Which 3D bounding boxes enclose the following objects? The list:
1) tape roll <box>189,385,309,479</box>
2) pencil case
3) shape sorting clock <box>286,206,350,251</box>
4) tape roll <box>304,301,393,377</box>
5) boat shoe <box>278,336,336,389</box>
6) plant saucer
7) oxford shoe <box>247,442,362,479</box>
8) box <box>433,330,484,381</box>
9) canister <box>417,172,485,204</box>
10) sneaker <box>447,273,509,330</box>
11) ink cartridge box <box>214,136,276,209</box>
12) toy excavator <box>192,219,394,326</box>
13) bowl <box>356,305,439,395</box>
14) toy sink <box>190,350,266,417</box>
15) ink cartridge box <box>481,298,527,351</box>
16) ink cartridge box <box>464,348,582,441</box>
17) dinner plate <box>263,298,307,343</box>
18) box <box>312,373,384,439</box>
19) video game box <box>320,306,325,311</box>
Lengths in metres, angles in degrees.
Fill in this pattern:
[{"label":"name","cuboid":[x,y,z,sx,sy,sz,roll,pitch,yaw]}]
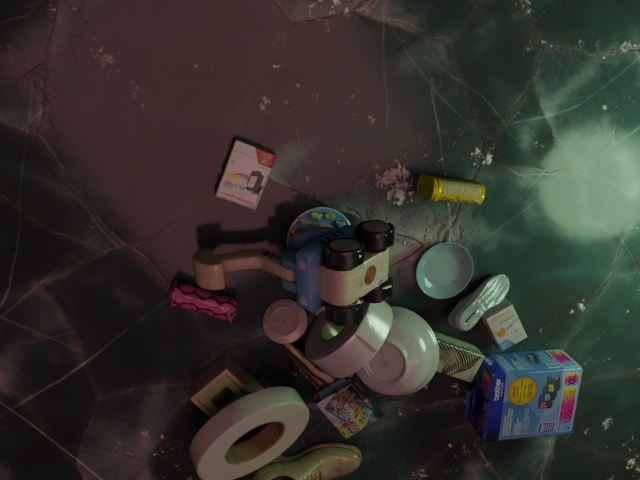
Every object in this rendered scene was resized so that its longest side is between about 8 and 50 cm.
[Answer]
[{"label":"tape roll","cuboid":[-0.215,0.606,1.819,0.392,0.072,0.392,-24,143,-20]},{"label":"pencil case","cuboid":[-0.354,0.185,1.762,0.209,0.098,0.095,17,103,-14]},{"label":"shape sorting clock","cuboid":[0.000,0.000,1.754,0.206,0.040,0.206,-3,105,-10]},{"label":"tape roll","cuboid":[0.083,0.271,1.768,0.100,0.286,0.286,43,95,-18]},{"label":"boat shoe","cuboid":[-0.062,0.398,1.883,0.095,0.095,0.257,-42,109,10]},{"label":"plant saucer","cuboid":[0.400,0.094,1.903,0.195,0.037,0.194,-3,107,-9]},{"label":"oxford shoe","cuboid":[-0.043,0.797,1.976,0.397,0.146,0.140,-11,108,-7]},{"label":"box","cuboid":[0.396,0.375,1.957,0.275,0.094,0.113,19,103,-15]},{"label":"canister","cuboid":[0.398,-0.156,1.782,0.170,0.126,0.073,5,105,-13]},{"label":"sneaker","cuboid":[0.516,0.196,1.932,0.258,0.091,0.094,-36,105,-20]},{"label":"ink cartridge box","cuboid":[-0.217,-0.191,1.686,0.128,0.072,0.175,19,102,-16]},{"label":"toy excavator","cuboid":[-0.070,0.072,1.645,0.433,0.445,0.222,-27,124,-44]},{"label":"bowl","cuboid":[0.216,0.365,1.833,0.298,0.134,0.297,2,98,19]},{"label":"toy sink","cuboid":[-0.277,0.499,1.852,0.153,0.131,0.234,-39,110,3]},{"label":"ink cartridge box","cuboid":[0.613,0.273,1.983,0.104,0.061,0.181,-31,109,0]},{"label":"ink cartridge box","cuboid":[0.676,0.539,2.032,0.396,0.151,0.269,-2,107,-8]},{"label":"dinner plate","cuboid":[-0.112,0.251,1.825,0.141,0.017,0.141,-2,71,6]},{"label":"box","cuboid":[0.097,0.552,1.951,0.159,0.044,0.233,-33,125,0]},{"label":"video game box","cuboid":[-0.001,0.090,1.824,0.187,0.048,0.205,-45,109,6]}]
